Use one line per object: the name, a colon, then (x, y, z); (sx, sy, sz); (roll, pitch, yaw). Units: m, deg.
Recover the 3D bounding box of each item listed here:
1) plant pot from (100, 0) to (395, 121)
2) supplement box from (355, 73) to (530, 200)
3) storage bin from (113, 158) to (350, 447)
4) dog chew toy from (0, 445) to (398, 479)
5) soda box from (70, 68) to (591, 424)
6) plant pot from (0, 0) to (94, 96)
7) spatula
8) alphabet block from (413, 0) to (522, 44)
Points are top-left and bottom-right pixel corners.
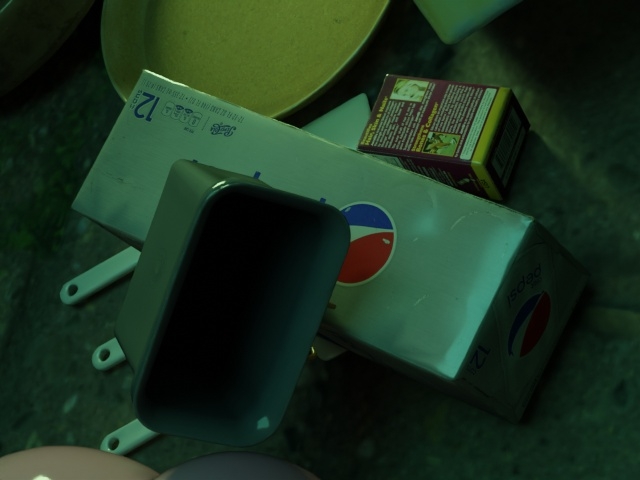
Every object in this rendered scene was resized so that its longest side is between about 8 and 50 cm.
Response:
plant pot: (-0.040, -0.169, 1.198); (0.236, 0.032, 0.236); (-15, 59, 26)
supplement box: (0.072, -0.060, 1.058); (0.083, 0.043, 0.055); (11, 66, 29)
storage bin: (-0.049, 0.025, 0.941); (0.091, 0.098, 0.135); (44, 116, 59)
dog chew toy: (-0.059, 0.198, 0.929); (0.331, 0.206, 0.207); (-9, 62, 19)
soda box: (0.000, 0.000, 1.024); (0.286, 0.091, 0.098); (22, 82, 34)
plant pot: (-0.300, -0.248, 1.258); (0.263, 0.229, 0.263); (-19, 56, 31)
spatula: (-0.053, 0.028, 1.114); (0.242, 0.019, 0.168); (-30, 56, 15)
alphabet block: (0.092, -0.254, 1.007); (0.192, 0.197, 0.193); (-33, 13, 13)
